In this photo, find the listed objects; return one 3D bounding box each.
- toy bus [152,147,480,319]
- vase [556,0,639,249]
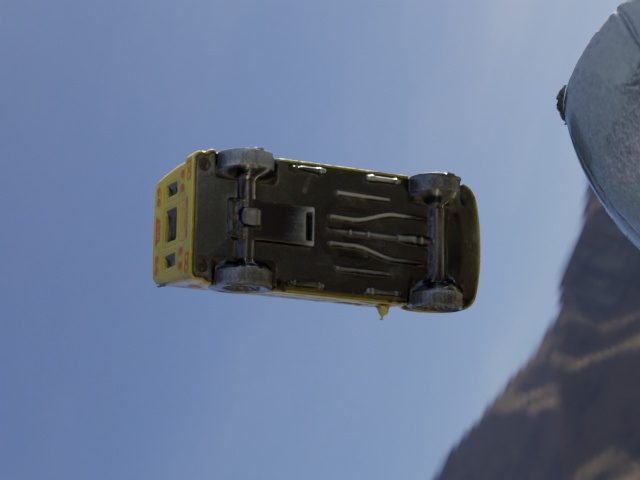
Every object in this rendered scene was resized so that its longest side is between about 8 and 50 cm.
[{"bbox_3d":[0.000,0.000,1.697,0.152,0.330,0.144,-20,66,60],"label":"toy bus"},{"bbox_3d":[0.365,-0.002,1.079,0.250,0.445,0.250,-27,-34,-20],"label":"vase"}]
